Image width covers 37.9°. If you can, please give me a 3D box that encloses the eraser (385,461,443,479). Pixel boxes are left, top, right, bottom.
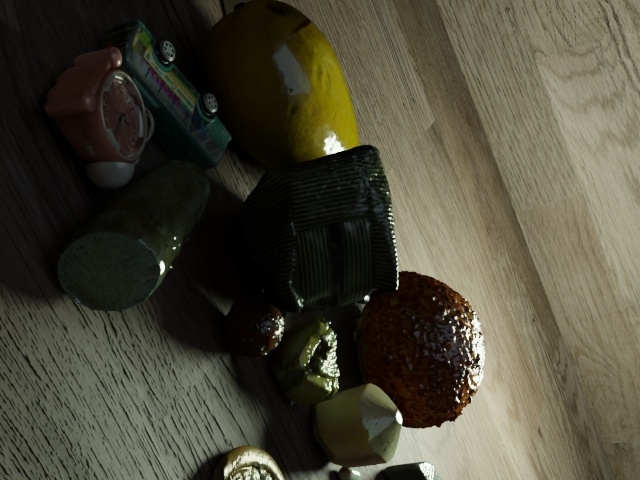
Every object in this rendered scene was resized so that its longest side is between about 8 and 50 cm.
[{"bbox_3d":[0.244,0.571,1.963,0.352,0.089,0.061,59,33,-29],"label":"eraser"}]

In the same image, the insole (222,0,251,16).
[{"bbox_3d":[-0.163,-0.439,1.863,0.111,0.007,0.327,21,56,-57],"label":"insole"}]

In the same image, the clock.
[{"bbox_3d":[-0.310,-0.168,1.327,0.166,0.093,0.162,-77,150,-46],"label":"clock"}]

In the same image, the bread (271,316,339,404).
[{"bbox_3d":[-0.037,0.204,1.632,0.110,0.103,0.156,14,56,-47],"label":"bread"}]

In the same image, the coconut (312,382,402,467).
[{"bbox_3d":[0.076,0.336,1.698,0.147,0.153,0.147,43,39,-50],"label":"coconut"}]

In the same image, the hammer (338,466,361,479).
[{"bbox_3d":[0.053,0.460,1.723,0.052,0.031,0.083,33,52,-48],"label":"hammer"}]

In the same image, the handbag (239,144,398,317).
[{"bbox_3d":[0.000,0.000,1.573,0.341,0.247,0.240,137,-61,-78],"label":"handbag"}]

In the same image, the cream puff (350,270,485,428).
[{"bbox_3d":[0.217,0.222,1.928,0.350,0.229,0.350,19,61,-39],"label":"cream puff"}]

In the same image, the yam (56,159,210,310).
[{"bbox_3d":[-0.242,-0.023,1.328,0.133,0.133,0.330,64,24,-18],"label":"yam"}]

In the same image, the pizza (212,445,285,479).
[{"bbox_3d":[-0.113,0.426,1.407,0.181,0.034,0.262,54,32,-35],"label":"pizza"}]

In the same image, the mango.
[{"bbox_3d":[-0.048,-0.241,1.729,0.445,0.221,0.301,56,24,-34],"label":"mango"}]

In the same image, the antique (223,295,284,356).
[{"bbox_3d":[-0.108,0.143,1.514,0.104,0.104,0.104,41,40,-47],"label":"antique"}]

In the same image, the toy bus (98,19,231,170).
[{"bbox_3d":[-0.246,-0.224,1.480,0.261,0.091,0.109,49,41,-37],"label":"toy bus"}]
